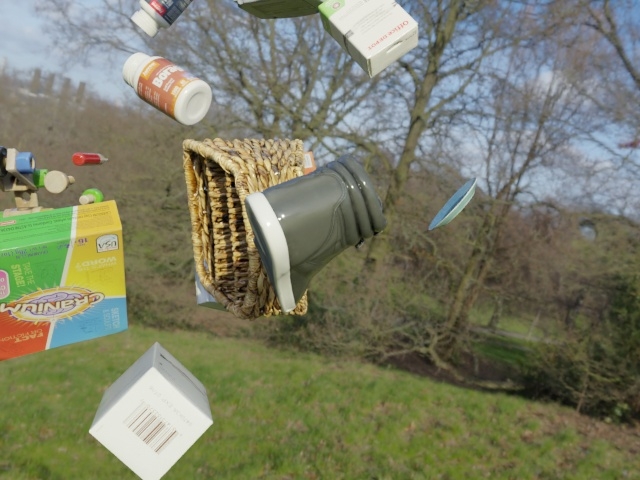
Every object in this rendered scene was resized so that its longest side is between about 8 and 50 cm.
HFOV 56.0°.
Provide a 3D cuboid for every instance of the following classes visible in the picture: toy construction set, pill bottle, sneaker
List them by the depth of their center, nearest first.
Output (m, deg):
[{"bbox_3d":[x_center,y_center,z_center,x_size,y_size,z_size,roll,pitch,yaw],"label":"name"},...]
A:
[{"bbox_3d":[0.000,0.000,0.709,0.146,0.105,0.296,-24,-16,-10],"label":"sneaker"},{"bbox_3d":[-0.553,-0.079,1.194,0.308,0.258,0.237,-28,8,3],"label":"toy construction set"},{"bbox_3d":[-0.390,-0.387,1.515,0.216,0.121,0.121,32,12,19],"label":"pill bottle"},{"bbox_3d":[-0.456,-0.678,1.736,0.108,0.180,0.108,42,4,-3],"label":"pill bottle"}]

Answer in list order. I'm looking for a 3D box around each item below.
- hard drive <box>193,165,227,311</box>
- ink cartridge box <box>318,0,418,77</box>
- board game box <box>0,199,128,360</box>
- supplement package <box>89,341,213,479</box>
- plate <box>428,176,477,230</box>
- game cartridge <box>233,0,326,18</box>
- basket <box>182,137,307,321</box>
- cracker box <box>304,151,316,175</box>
[{"bbox_3d":[-0.209,0.006,1.348,0.040,0.308,0.203,-18,-22,24],"label":"hard drive"},{"bbox_3d":[0.154,-0.687,1.927,0.273,0.198,0.115,53,-3,21],"label":"ink cartridge box"},{"bbox_3d":[-0.456,0.076,1.017,0.242,0.317,0.064,-12,56,-23],"label":"board game box"},{"bbox_3d":[-0.219,0.218,0.792,0.105,0.105,0.179,46,-10,-11],"label":"supplement package"},{"bbox_3d":[0.360,-0.092,1.609,0.024,0.188,0.188,40,7,0],"label":"plate"},{"bbox_3d":[-0.115,-0.792,1.993,0.294,0.060,0.196,4,0,28],"label":"game cartridge"},{"bbox_3d":[-0.135,-0.014,1.053,0.222,0.299,0.213,0,25,-3],"label":"basket"},{"bbox_3d":[-0.136,-0.165,1.567,0.155,0.067,0.232,-13,-2,-34],"label":"cracker box"}]
